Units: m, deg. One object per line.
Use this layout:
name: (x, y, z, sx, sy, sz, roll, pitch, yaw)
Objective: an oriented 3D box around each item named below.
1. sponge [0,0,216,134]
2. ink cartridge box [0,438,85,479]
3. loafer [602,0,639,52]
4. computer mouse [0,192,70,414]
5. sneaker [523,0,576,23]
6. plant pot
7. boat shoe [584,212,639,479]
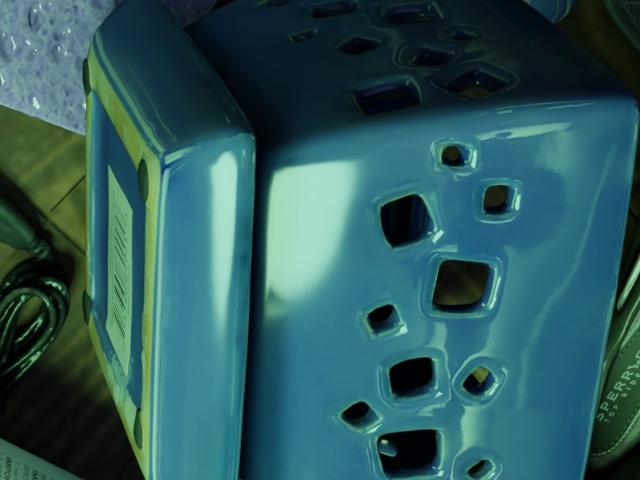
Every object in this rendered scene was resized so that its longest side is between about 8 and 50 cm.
sponge: (-0.161, -0.130, 0.818, 0.210, 0.031, 0.117, 19, 98, -26)
ink cartridge box: (-0.230, 0.209, 0.729, 0.395, 0.270, 0.151, 32, 126, -31)
loafer: (0.240, -0.104, 0.956, 0.096, 0.084, 0.267, -30, 124, 13)
computer mouse: (-0.250, 0.028, 0.812, 0.262, 0.060, 0.184, 36, 91, -26)
sneaker: (0.104, -0.212, 0.884, 0.081, 0.080, 0.211, -13, 112, -40)
plant pot: (0.000, 0.000, 0.792, 0.212, 0.236, 0.236, -5, 117, -18)
boat shoe: (0.223, 0.029, 0.926, 0.112, 0.095, 0.335, 16, 117, -21)
